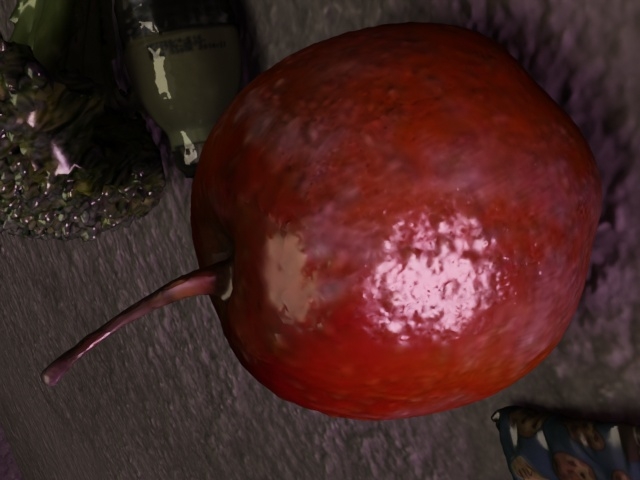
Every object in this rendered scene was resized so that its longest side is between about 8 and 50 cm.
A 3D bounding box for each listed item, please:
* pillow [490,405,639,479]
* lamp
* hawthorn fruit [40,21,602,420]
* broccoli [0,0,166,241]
[{"bbox_3d":[0.225,0.199,0.552,0.255,0.034,0.189,-9,106,57],"label":"pillow"},{"bbox_3d":[-0.119,-0.175,0.712,0.101,0.101,0.250,-2,102,56],"label":"lamp"},{"bbox_3d":[0.038,-0.009,0.492,0.231,0.263,0.235,26,110,14],"label":"hawthorn fruit"},{"bbox_3d":[-0.286,-0.136,0.788,0.375,0.249,0.302,-118,13,-80],"label":"broccoli"}]
